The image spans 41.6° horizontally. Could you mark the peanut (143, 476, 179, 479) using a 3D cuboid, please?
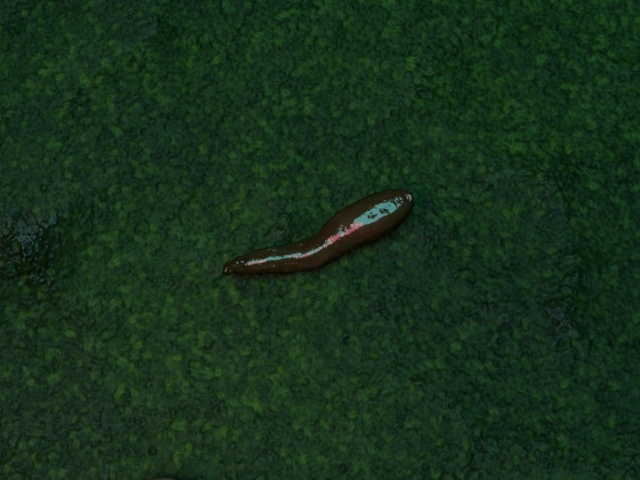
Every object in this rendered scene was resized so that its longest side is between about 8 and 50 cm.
[{"bbox_3d":[-0.189,0.281,0.818,0.152,0.076,0.076,-24,77,-8],"label":"peanut"}]

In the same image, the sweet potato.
[{"bbox_3d":[0.000,0.000,0.888,0.214,0.050,0.050,-24,77,1],"label":"sweet potato"}]
